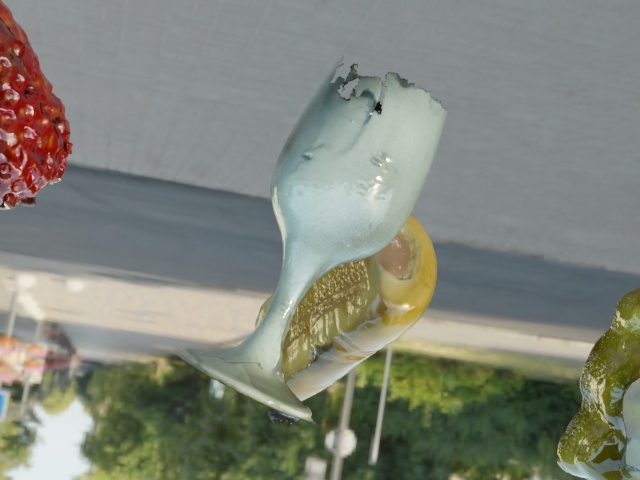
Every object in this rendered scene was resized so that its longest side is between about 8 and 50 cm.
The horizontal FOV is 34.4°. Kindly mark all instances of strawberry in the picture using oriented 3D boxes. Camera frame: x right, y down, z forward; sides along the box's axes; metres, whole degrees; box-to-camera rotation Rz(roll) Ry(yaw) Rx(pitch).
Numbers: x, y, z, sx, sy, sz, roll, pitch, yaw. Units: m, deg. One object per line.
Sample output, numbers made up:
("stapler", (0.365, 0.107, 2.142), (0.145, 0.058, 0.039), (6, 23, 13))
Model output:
("strawberry", (-0.349, -0.153, 1.047), (0.205, 0.244, 0.205), (4, -148, -3))

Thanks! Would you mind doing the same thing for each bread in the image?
("bread", (0.023, 0.075, 1.118), (0.091, 0.142, 0.305), (11, 149, -25))
("bread", (0.340, 0.166, 1.022), (0.161, 0.233, 0.088), (11, -161, -2))

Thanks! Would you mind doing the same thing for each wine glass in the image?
("wine glass", (0.000, 0.000, 0.925), (0.143, 0.321, 0.143), (27, 174, 3))
